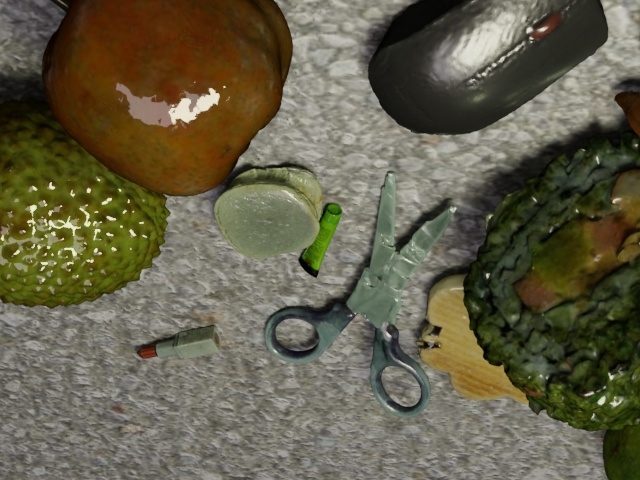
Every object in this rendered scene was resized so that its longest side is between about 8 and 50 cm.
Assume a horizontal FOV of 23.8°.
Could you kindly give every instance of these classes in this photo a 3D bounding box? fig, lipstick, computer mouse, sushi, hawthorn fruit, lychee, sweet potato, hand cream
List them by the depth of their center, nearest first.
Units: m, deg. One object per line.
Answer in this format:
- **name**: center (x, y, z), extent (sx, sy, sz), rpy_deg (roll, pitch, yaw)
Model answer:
- **hawthorn fruit**: center (-0.189, -0.204, 1.680), extent (0.301, 0.268, 0.268), rpy_deg (31, 130, -21)
- **sweet potato**: center (0.424, -0.104, 1.728), extent (0.057, 0.264, 0.057), rpy_deg (-22, 134, -25)
- **computer mouse**: center (0.191, -0.216, 1.755), extent (0.295, 0.087, 0.168), rpy_deg (-28, 123, 26)
- **sushi**: center (0.341, 0.045, 1.840), extent (0.352, 0.294, 0.178), rpy_deg (-50, 144, -3)
- **lychee**: center (-0.348, -0.044, 1.863), extent (0.320, 0.270, 0.270), rpy_deg (-2, 139, -23)
- **hand cream**: center (0.000, 0.000, 2.030), extent (0.036, 0.023, 0.122), rpy_deg (42, 135, 17)
- **fig**: center (0.527, 0.263, 2.149), extent (0.206, 0.206, 0.275), rpy_deg (19, 119, -13)
- **lipstick**: center (-0.209, 0.154, 2.200), extent (0.129, 0.030, 0.030), rpy_deg (-13, 132, 18)

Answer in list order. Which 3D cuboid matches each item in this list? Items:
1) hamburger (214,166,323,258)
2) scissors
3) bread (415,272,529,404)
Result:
- **hamburger**: center (-0.064, -0.037, 1.976), extent (0.140, 0.062, 0.133), rpy_deg (-9, 129, 17)
- **scissors**: center (0.075, 0.069, 2.064), extent (0.256, 0.029, 0.383), rpy_deg (24, 129, 6)
- **bread**: center (0.284, 0.122, 2.104), extent (0.316, 0.054, 0.316), rpy_deg (4, 135, 4)
